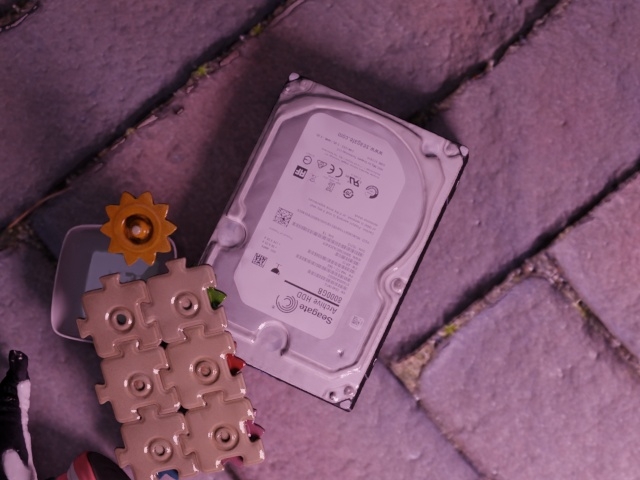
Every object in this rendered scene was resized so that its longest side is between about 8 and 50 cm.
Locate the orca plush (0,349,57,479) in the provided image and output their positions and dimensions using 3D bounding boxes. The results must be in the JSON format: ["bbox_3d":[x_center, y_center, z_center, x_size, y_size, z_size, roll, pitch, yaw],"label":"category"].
[{"bbox_3d":[-0.371,0.264,1.714,0.151,0.102,0.287,-4,76,48],"label":"orca plush"}]

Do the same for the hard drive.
[{"bbox_3d":[0.000,0.000,1.786,0.237,0.064,0.338,25,84,9],"label":"hard drive"}]

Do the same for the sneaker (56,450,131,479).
[{"bbox_3d":[-0.236,0.400,1.720,0.136,0.116,0.313,-32,69,11],"label":"sneaker"}]

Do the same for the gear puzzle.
[{"bbox_3d":[-0.180,0.107,1.736,0.176,0.044,0.338,-13,99,11],"label":"gear puzzle"}]

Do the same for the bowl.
[{"bbox_3d":[-0.238,0.056,1.799,0.142,0.053,0.142,7,81,6],"label":"bowl"}]
